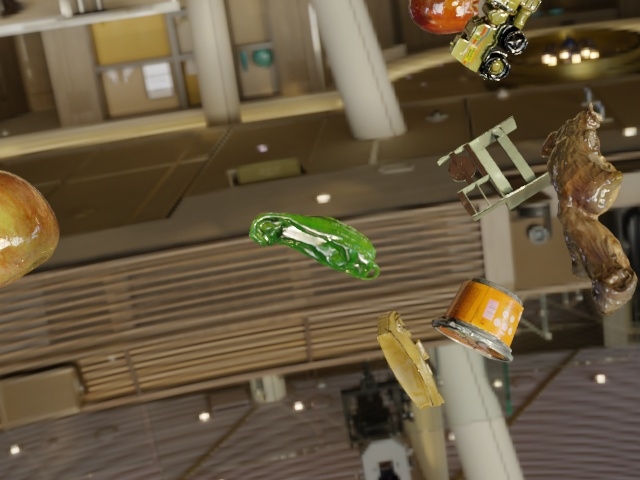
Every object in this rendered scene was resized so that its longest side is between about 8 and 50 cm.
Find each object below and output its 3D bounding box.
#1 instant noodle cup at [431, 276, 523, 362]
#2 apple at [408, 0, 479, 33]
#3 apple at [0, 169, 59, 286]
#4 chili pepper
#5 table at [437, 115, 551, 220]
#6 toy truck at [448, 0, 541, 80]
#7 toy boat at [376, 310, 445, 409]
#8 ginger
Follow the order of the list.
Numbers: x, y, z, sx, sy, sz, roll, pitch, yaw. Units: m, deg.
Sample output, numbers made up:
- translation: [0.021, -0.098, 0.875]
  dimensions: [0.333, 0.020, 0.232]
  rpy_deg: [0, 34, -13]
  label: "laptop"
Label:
- translation: [0.326, 0.151, 1.832]
  dimensions: [0.177, 0.126, 0.208]
  rpy_deg: [23, 169, 19]
  label: "instant noodle cup"
- translation: [0.306, -0.574, 2.225]
  dimensions: [0.158, 0.147, 0.156]
  rpy_deg: [25, -164, 22]
  label: "apple"
- translation: [-0.516, -0.019, 1.436]
  dimensions: [0.188, 0.174, 0.188]
  rpy_deg: [-33, -173, 4]
  label: "apple"
- translation: [-0.001, 0.005, 1.588]
  dimensions: [0.256, 0.100, 0.074]
  rpy_deg: [21, -159, -14]
  label: "chili pepper"
- translation: [0.338, -0.133, 1.767]
  dimensions: [0.175, 0.146, 0.062]
  rpy_deg: [-32, 152, 7]
  label: "table"
- translation: [0.365, -0.458, 1.820]
  dimensions: [0.127, 0.257, 0.127]
  rpy_deg: [26, -156, -16]
  label: "toy truck"
- translation: [0.167, 0.223, 1.681]
  dimensions: [0.064, 0.206, 0.072]
  rpy_deg: [-20, -164, 35]
  label: "toy boat"
- translation: [0.360, -0.036, 1.199]
  dimensions: [0.084, 0.290, 0.122]
  rpy_deg: [15, 148, -36]
  label: "ginger"
